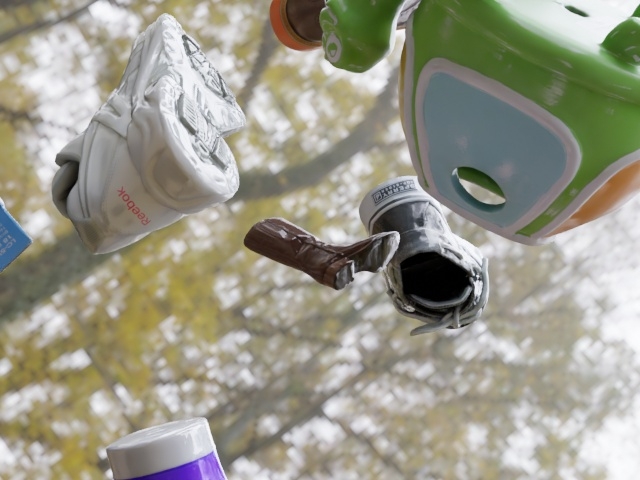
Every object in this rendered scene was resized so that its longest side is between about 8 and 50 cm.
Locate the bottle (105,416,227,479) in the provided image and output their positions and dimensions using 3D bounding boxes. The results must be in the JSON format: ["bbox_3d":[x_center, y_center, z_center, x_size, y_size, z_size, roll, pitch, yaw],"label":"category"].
[{"bbox_3d":[-0.065,0.254,1.113,0.118,0.092,0.283,-10,-84,52],"label":"bottle"}]

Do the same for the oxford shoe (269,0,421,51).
[{"bbox_3d":[0.079,-0.266,1.861,0.098,0.271,0.097,-11,-75,56],"label":"oxford shoe"}]

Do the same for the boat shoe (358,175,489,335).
[{"bbox_3d":[0.125,0.043,1.874,0.306,0.113,0.105,66,4,-61],"label":"boat shoe"}]

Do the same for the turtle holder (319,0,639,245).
[{"bbox_3d":[0.157,-0.137,1.539,0.320,0.243,0.227,20,-68,-8],"label":"turtle holder"}]

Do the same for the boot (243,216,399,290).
[{"bbox_3d":[0.000,0.000,1.616,0.114,0.106,0.037,23,-58,34],"label":"boot"}]

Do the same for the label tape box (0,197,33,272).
[{"bbox_3d":[-0.433,-0.019,1.619,0.106,0.240,0.333,50,-6,-39],"label":"label tape box"}]

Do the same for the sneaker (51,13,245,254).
[{"bbox_3d":[-0.114,-0.063,1.080,0.115,0.232,0.090,-33,-74,12],"label":"sneaker"}]
